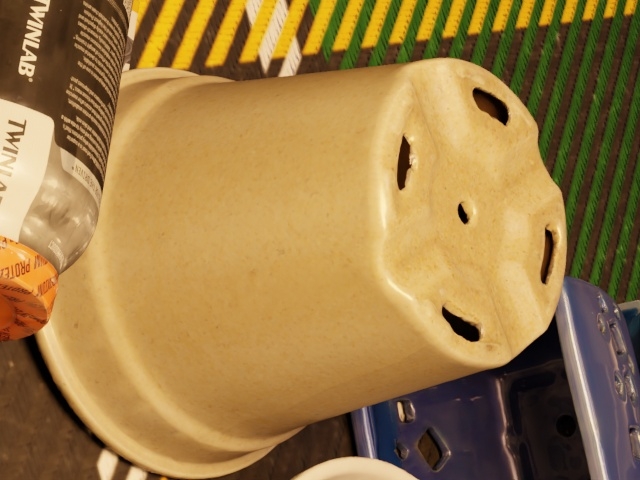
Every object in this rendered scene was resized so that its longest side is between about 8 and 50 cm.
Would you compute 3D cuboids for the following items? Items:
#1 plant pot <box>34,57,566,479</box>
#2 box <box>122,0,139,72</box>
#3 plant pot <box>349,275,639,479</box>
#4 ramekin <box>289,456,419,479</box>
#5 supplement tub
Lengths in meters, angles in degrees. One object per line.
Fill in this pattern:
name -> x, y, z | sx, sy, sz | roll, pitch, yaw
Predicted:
plant pot -> 0.000, 0.000, 1.419 | 0.334, 0.305, 0.334 | 15, 70, -46
box -> -0.189, -0.146, 1.499 | 0.081, 0.028, 0.136 | 27, 57, -38
plant pot -> 0.183, 0.165, 1.637 | 0.212, 0.236, 0.236 | 4, 73, -53
ramekin -> -0.003, 0.314, 1.453 | 0.277, 0.135, 0.277 | 19, 62, -41
supplement tub -> -0.237, -0.101, 1.310 | 0.193, 0.193, 0.316 | 27, 57, -38
